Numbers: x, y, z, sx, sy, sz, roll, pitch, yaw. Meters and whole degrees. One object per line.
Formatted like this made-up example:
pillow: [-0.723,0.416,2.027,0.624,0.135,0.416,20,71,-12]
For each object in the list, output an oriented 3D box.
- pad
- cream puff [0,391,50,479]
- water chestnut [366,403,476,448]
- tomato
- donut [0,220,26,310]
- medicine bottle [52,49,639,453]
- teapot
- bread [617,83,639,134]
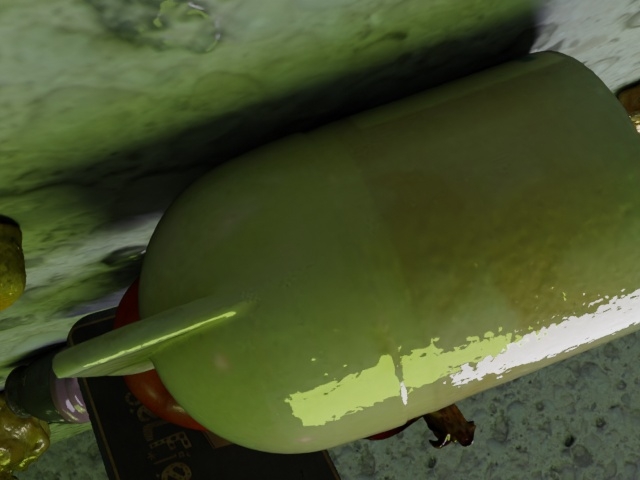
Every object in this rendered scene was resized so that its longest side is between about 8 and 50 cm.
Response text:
pad: [-0.164,0.200,0.853,0.314,0.375,0.063,-17,145,-23]
cream puff: [-0.605,0.379,1.316,0.281,0.185,0.282,-22,167,-5]
water chestnut: [0.104,0.163,1.095,0.335,0.346,0.335,-30,137,-33]
tomato: [-0.128,0.108,0.817,0.195,0.195,0.136,-22,178,12]
donut: [-0.287,0.033,0.536,0.151,0.058,0.152,-21,171,-4]
medicine bottle: [0.022,0.028,0.577,0.405,0.236,0.236,-19,169,-4]
teapot: [-0.390,0.203,1.111,0.145,0.148,0.116,-12,136,22]
bread: [0.366,-0.141,0.844,0.074,0.054,0.132,-22,171,9]
